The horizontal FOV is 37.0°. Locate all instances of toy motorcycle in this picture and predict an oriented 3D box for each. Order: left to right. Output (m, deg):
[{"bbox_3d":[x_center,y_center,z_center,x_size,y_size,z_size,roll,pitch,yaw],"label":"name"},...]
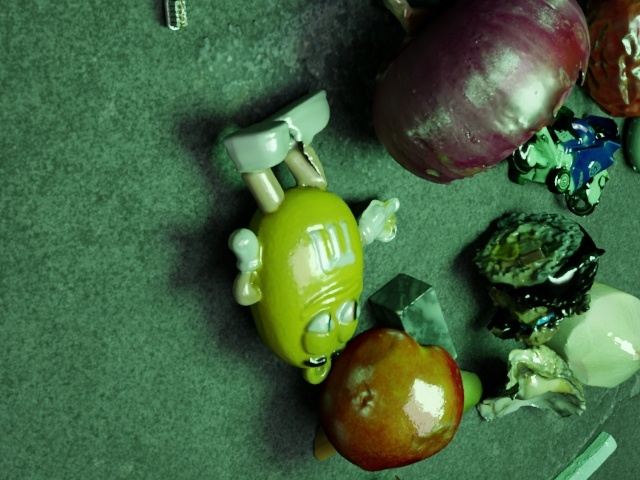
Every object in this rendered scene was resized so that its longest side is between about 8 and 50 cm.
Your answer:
[{"bbox_3d":[0.462,-0.174,1.802,0.331,0.125,0.196,26,86,-42],"label":"toy motorcycle"}]

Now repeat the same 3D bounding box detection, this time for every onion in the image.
[{"bbox_3d":[0.229,-0.274,1.450,0.358,0.358,0.345,-36,120,-23],"label":"onion"}]

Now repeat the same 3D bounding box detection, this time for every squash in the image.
[{"bbox_3d":[0.230,0.311,1.806,0.200,0.075,0.090,-20,136,-54],"label":"squash"}]

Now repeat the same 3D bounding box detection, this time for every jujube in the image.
[{"bbox_3d":[0.566,-0.356,1.783,0.174,0.174,0.250,-30,118,-26],"label":"jujube"}]

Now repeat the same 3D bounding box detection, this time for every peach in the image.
[{"bbox_3d":[0.115,0.265,1.571,0.243,0.243,0.199,-63,170,-3],"label":"peach"}]

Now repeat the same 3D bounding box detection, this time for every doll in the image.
[{"bbox_3d":[-0.021,-0.019,1.470,0.348,0.161,0.423,-55,130,-23],"label":"doll"}]

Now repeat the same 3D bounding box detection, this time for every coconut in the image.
[{"bbox_3d":[0.551,0.191,1.902,0.224,0.234,0.224,-17,119,-34],"label":"coconut"}]

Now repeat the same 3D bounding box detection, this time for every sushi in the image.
[{"bbox_3d":[0.404,0.080,1.767,0.238,0.225,0.219,-24,124,-22],"label":"sushi"}]

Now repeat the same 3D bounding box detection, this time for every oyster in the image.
[{"bbox_3d":[0.412,0.285,1.861,0.275,0.100,0.271,6,141,-30],"label":"oyster"}]

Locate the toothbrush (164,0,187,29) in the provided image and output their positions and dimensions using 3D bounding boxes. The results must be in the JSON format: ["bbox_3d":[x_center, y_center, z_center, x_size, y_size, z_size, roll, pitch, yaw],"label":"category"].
[{"bbox_3d":[-0.208,-0.453,1.269,0.025,0.030,0.342,-17,112,-37],"label":"toothbrush"}]

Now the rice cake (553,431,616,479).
[{"bbox_3d":[0.575,0.521,2.144,0.245,0.042,0.045,-36,111,-24],"label":"rice cake"}]

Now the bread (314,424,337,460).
[{"bbox_3d":[0.021,0.341,1.680,0.049,0.103,0.062,-8,66,-46],"label":"bread"}]

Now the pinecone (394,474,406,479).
[{"bbox_3d":[0.128,0.521,1.750,0.173,0.173,0.174,-12,111,-34],"label":"pinecone"}]

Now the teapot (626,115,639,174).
[{"bbox_3d":[0.753,-0.197,1.921,0.183,0.251,0.183,-12,110,-35],"label":"teapot"}]

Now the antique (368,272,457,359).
[{"bbox_3d":[0.168,0.162,1.703,0.086,0.088,0.183,-36,123,-22],"label":"antique"}]

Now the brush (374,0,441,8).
[{"bbox_3d":[0.165,-0.386,1.563,0.193,0.043,0.032,-1,123,-38],"label":"brush"}]
